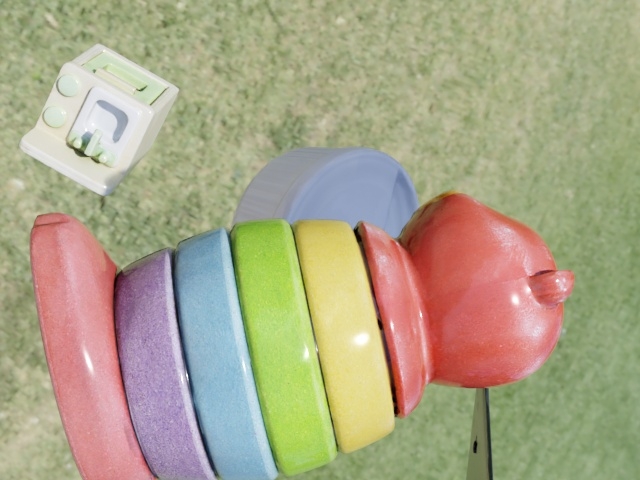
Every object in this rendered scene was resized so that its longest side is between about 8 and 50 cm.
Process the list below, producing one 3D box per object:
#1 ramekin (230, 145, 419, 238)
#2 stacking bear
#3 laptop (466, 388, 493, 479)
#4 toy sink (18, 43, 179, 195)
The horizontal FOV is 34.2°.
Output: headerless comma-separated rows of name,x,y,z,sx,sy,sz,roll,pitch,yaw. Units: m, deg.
ramekin,0.000,0.000,1.371,0.272,0.127,0.273,-18,116,-41
stacking bear,0.001,0.051,0.619,0.289,0.164,0.175,-12,162,-1
laptop,0.230,0.371,0.907,0.236,0.408,0.382,-49,-165,29
toy sink,-0.329,-0.192,1.577,0.131,0.152,0.234,-59,-175,24
